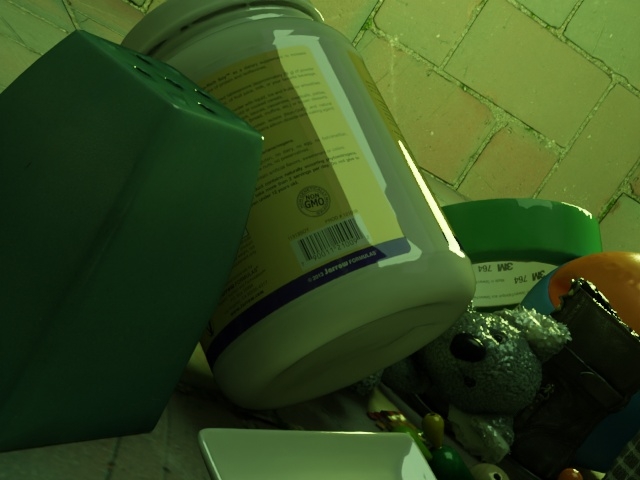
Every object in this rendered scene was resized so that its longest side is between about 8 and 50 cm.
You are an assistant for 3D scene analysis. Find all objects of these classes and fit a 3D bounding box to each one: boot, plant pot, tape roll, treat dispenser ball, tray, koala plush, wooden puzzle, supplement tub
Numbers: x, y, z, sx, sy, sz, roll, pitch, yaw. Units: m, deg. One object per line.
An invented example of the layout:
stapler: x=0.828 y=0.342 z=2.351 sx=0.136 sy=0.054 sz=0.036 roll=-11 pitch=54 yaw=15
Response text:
boot: x=0.233 y=0.138 z=1.102 sx=0.263 sy=0.229 sz=0.091 roll=39 pitch=13 yaw=25
plant pot: x=-0.155 y=-0.007 z=0.669 sx=0.165 sy=0.234 sz=0.166 roll=39 pitch=13 yaw=26
tape roll: x=0.249 y=0.031 z=1.446 sx=0.321 sy=0.321 sz=0.077 roll=20 pitch=62 yaw=-46
treat dispenser ball: x=0.385 y=0.157 z=1.276 sx=0.288 sy=0.288 sz=0.288 roll=31 pitch=12 yaw=-7
tray: x=0.021 y=0.204 z=0.704 sx=0.270 sy=0.030 sz=0.145 roll=16 pitch=39 yaw=-53
koala plush: x=0.135 y=0.110 z=1.034 sx=0.221 sy=0.196 sz=0.203 roll=25 pitch=-13 yaw=18
wooden puzzle: x=0.085 y=0.196 z=1.029 sx=0.049 sy=0.006 sz=0.083 roll=41 pitch=14 yaw=35
supplement tub: x=-0.035 y=-0.043 z=0.876 sx=0.241 sy=0.241 sz=0.331 roll=12 pitch=49 yaw=-60

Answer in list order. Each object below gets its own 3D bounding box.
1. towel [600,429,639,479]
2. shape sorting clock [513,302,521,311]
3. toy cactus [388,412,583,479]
towel: x=0.409 y=0.258 z=1.070 sx=0.284 sy=0.235 sz=0.121 roll=16 pitch=21 yaw=-50
shape sorting clock: x=0.374 y=0.174 z=1.500 sx=0.206 sy=0.206 sz=0.040 roll=38 pitch=54 yaw=24
toy cactus: x=0.154 y=0.227 z=0.900 sx=0.219 sy=0.112 sz=0.180 roll=24 pitch=1 yaw=6
